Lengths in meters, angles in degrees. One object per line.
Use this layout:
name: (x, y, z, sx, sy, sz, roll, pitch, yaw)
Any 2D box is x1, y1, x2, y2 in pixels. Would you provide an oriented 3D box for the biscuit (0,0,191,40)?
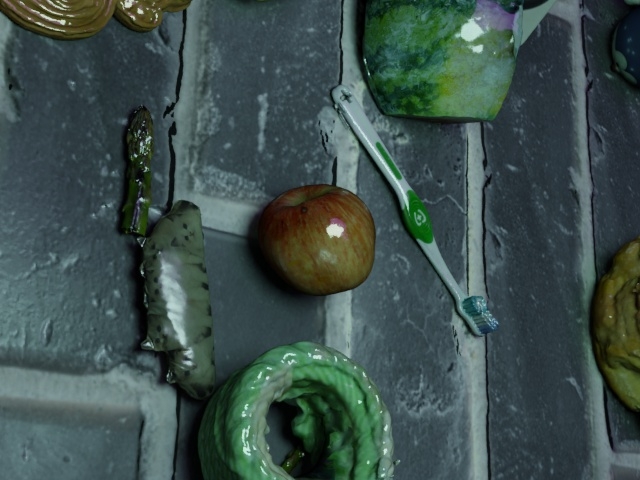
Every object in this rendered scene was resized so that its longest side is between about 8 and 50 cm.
biscuit: (-0.280, -0.339, 1.242, 0.289, 0.044, 0.202, -2, 78, -34)

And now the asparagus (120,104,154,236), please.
asparagus: (-0.218, -0.085, 1.217, 0.036, 0.030, 0.165, 1, 75, -7)

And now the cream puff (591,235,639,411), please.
cream puff: (0.594, 0.145, 1.608, 0.327, 0.231, 0.342, 7, 73, -38)

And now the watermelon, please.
watermelon: (0.179, -0.325, 1.468, 0.224, 0.180, 0.305, 6, 89, 8)

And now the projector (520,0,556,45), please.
projector: (0.295, -0.481, 1.634, 0.257, 0.079, 0.259, 44, 71, -16)

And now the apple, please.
apple: (0.000, 0.000, 1.280, 0.146, 0.146, 0.131, -37, 119, -37)

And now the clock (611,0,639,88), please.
clock: (0.608, -0.376, 1.827, 0.199, 0.146, 0.243, 47, 48, -21)

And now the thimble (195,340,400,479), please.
thimble: (-0.026, 0.232, 1.167, 0.219, 0.150, 0.219, 12, 63, -23)

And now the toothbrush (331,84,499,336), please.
toothbrush: (0.130, -0.040, 1.455, 0.042, 0.040, 0.418, -35, 93, -36)

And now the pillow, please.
pillow: (-0.172, 0.067, 1.192, 0.093, 0.051, 0.241, 5, 75, -40)

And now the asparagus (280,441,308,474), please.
asparagus: (-0.066, 0.309, 1.217, 0.248, 0.024, 0.025, -47, 148, -35)
